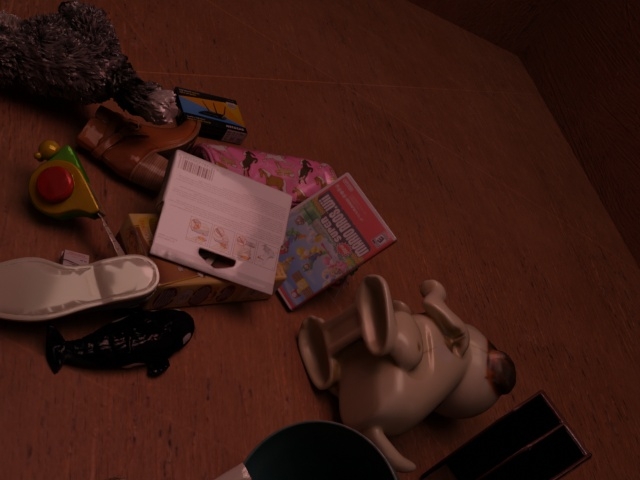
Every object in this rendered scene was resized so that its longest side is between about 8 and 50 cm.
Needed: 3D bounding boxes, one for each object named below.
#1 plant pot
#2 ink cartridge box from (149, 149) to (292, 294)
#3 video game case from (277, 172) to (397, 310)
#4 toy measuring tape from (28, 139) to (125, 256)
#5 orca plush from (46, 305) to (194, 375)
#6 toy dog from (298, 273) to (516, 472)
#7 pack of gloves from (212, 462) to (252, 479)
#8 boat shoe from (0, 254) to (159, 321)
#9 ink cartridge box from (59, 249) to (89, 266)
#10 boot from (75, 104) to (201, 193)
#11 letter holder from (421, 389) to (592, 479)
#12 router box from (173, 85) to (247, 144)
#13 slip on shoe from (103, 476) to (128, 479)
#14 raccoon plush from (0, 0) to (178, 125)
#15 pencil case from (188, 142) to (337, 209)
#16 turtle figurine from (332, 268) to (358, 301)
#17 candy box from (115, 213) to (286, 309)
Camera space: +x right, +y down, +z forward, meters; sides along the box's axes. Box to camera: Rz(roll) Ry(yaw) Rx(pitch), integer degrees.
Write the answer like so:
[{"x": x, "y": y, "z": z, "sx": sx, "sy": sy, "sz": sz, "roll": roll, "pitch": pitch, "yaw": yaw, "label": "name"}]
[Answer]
[{"x": 0.017, "y": 0.457, "z": 1.219, "sx": 0.290, "sy": 0.290, "sz": 0.195, "roll": 63, "pitch": 7, "yaw": 29, "label": "plant pot"}, {"x": -0.206, "y": -0.030, "z": 1.532, "sx": 0.275, "sy": 0.060, "sz": 0.238, "roll": 21, "pitch": 64, "yaw": -23, "label": "ink cartridge box"}, {"x": 0.000, "y": 0.000, "z": 1.681, "sx": 0.204, "sy": 0.285, "sz": 0.025, "roll": 56, "pitch": -1, "yaw": 20, "label": "video game case"}, {"x": -0.477, "y": -0.043, "z": 1.434, "sx": 0.121, "sy": 0.121, "sz": 0.330, "roll": -20, "pitch": 80, "yaw": -50, "label": "toy measuring tape"}, {"x": -0.340, "y": 0.155, "z": 1.329, "sx": 0.287, "sy": 0.102, "sz": 0.151, "roll": 8, "pitch": 46, "yaw": -35, "label": "orca plush"}, {"x": 0.225, "y": 0.267, "z": 1.561, "sx": 0.408, "sy": 0.284, "sz": 0.395, "roll": 9, "pitch": 47, "yaw": -38, "label": "toy dog"}, {"x": -0.175, "y": 0.467, "z": 1.103, "sx": 0.232, "sy": 0.046, "sz": 0.195, "roll": -26, "pitch": 60, "yaw": -17, "label": "pack of gloves"}, {"x": -0.449, "y": 0.093, "z": 1.305, "sx": 0.320, "sy": 0.099, "sz": 0.116, "roll": -6, "pitch": 69, "yaw": -22, "label": "boat shoe"}, {"x": -0.464, "y": 0.048, "z": 1.395, "sx": 0.048, "sy": 0.028, "sz": 0.083, "roll": 18, "pitch": 41, "yaw": -28, "label": "ink cartridge box"}, {"x": -0.411, "y": -0.239, "z": 1.701, "sx": 0.220, "sy": 0.109, "sz": 0.283, "roll": 29, "pitch": 44, "yaw": -7, "label": "boot"}, {"x": 0.323, "y": 0.451, "z": 1.427, "sx": 0.215, "sy": 0.302, "sz": 0.152, "roll": -10, "pitch": 59, "yaw": -46, "label": "letter holder"}, {"x": -0.290, "y": -0.324, "z": 1.925, "sx": 0.179, "sy": 0.046, "sz": 0.133, "roll": 7, "pitch": 47, "yaw": -36, "label": "router box"}, {"x": -0.350, "y": 0.397, "z": 1.121, "sx": 0.041, "sy": 0.051, "sz": 0.135, "roll": 16, "pitch": 27, "yaw": 41, "label": "slip on shoe"}, {"x": -0.545, "y": -0.363, "z": 1.521, "sx": 0.447, "sy": 0.216, "sz": 0.299, "roll": 24, "pitch": 31, "yaw": 31, "label": "raccoon plush"}, {"x": -0.134, "y": -0.132, "z": 1.769, "sx": 0.386, "sy": 0.160, "sz": 0.167, "roll": 3, "pitch": 83, "yaw": -40, "label": "pencil case"}, {"x": 0.016, "y": 0.020, "z": 1.741, "sx": 0.175, "sy": 0.234, "sz": 0.118, "roll": 15, "pitch": -7, "yaw": 11, "label": "turtle figurine"}, {"x": -0.245, "y": 0.038, "z": 1.548, "sx": 0.317, "sy": 0.087, "sz": 0.182, "roll": -1, "pitch": 52, "yaw": -42, "label": "candy box"}]
